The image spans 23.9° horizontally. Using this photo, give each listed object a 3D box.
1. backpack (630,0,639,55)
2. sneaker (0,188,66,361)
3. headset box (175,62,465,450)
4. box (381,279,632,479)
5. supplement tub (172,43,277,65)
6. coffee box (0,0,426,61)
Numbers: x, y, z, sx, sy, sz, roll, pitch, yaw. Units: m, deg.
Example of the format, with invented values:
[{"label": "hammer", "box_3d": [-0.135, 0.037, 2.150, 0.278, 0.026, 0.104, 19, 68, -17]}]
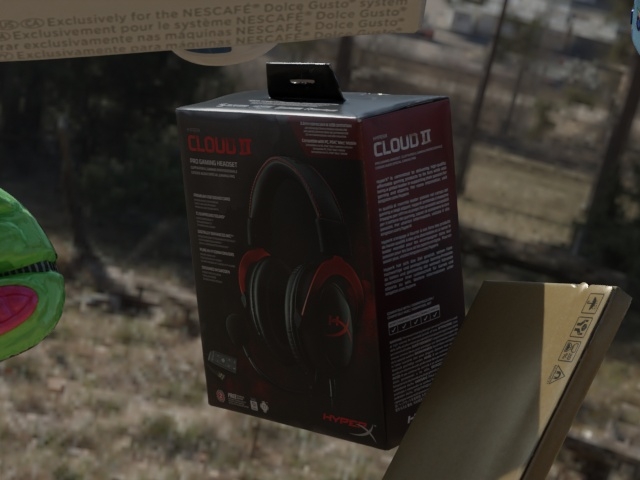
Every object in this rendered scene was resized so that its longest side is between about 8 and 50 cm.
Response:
[{"label": "backpack", "box_3d": [0.280, -0.191, 1.020, 0.116, 0.173, 0.158, -10, 43, -3]}, {"label": "sneaker", "box_3d": [-0.389, 0.057, 1.078, 0.482, 0.185, 0.202, -11, -16, 19]}, {"label": "headset box", "box_3d": [0.000, 0.000, 1.231, 0.218, 0.293, 0.110, 8, 18, 44]}, {"label": "box", "box_3d": [0.122, 0.119, 1.068, 0.021, 0.201, 0.164, 34, -14, -23]}, {"label": "supplement tub", "box_3d": [-0.116, -0.308, 1.650, 0.144, 0.200, 0.144, -5, 39, 4]}, {"label": "coffee box", "box_3d": [-0.135, -0.284, 0.461, 0.338, 0.334, 0.338, -4, 58, -6]}]
